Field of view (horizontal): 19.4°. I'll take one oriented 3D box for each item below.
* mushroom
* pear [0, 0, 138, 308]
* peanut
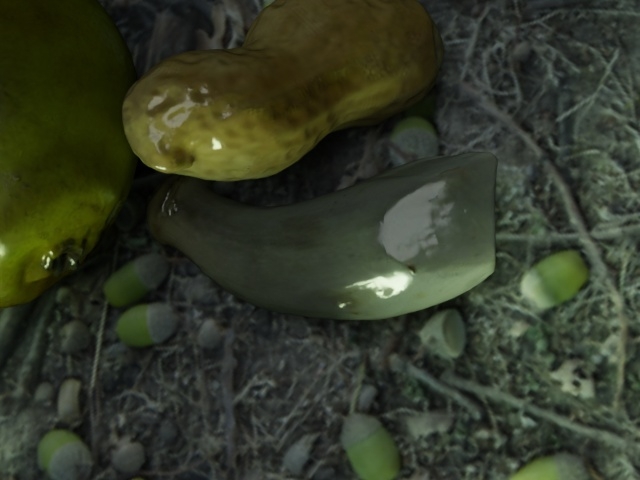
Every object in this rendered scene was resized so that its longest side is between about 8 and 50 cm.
[{"bbox_3d":[0.000,0.000,1.338,0.270,0.103,0.118,-3,74,18],"label":"mushroom"},{"bbox_3d":[-0.265,-0.090,1.351,0.269,0.269,0.321,-33,61,3],"label":"pear"},{"bbox_3d":[-0.025,-0.109,1.328,0.263,0.101,0.117,-30,55,-30],"label":"peanut"}]
